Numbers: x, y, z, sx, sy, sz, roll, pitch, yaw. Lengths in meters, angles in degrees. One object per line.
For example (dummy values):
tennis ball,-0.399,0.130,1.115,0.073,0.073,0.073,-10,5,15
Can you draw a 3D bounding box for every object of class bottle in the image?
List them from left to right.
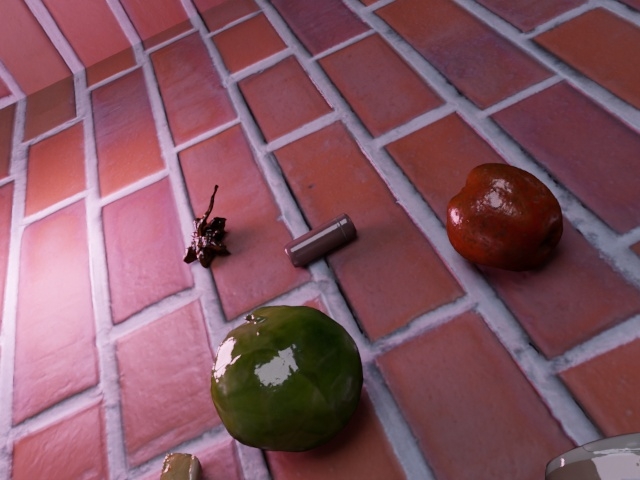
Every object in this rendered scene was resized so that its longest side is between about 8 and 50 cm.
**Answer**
bottle,0.000,0.000,1.348,0.140,0.053,0.053,-29,40,-4

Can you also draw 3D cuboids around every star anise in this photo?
star anise,-0.236,-0.030,1.481,0.097,0.070,0.190,-13,53,30

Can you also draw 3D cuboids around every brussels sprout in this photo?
brussels sprout,-0.055,0.203,1.049,0.244,0.244,0.244,-14,41,13

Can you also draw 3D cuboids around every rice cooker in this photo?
rice cooker,0.363,0.288,0.791,0.206,0.145,0.127,-4,56,18

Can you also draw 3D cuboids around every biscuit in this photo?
biscuit,-0.212,0.403,1.025,0.056,0.052,0.188,-5,44,4

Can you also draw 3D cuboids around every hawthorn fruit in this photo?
hawthorn fruit,0.303,-0.034,1.151,0.189,0.189,0.189,-14,41,13
